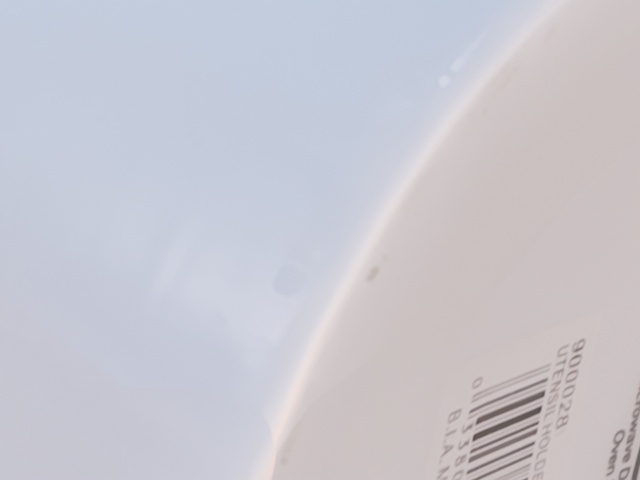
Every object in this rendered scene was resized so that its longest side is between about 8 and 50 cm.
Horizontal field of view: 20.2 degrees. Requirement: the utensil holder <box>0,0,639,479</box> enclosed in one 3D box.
[{"bbox_3d":[-0.040,-0.008,0.554,0.385,0.328,0.327,26,62,40],"label":"utensil holder"}]
